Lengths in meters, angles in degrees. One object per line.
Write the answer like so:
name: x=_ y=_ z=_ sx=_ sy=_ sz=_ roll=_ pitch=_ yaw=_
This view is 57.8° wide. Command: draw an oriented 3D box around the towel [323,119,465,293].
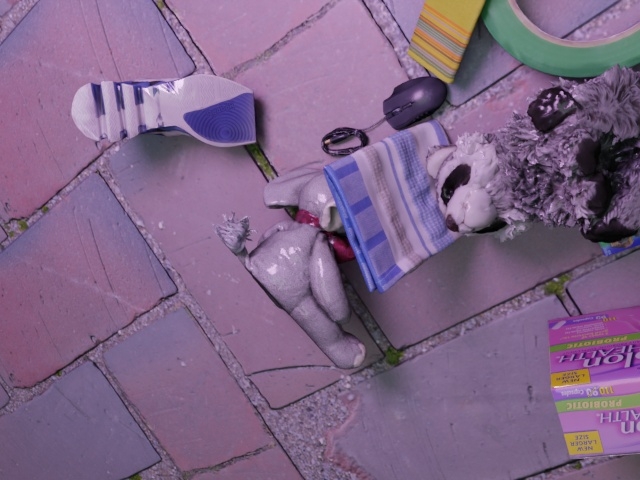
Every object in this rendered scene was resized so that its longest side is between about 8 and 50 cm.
towel: x=0.139 y=-0.063 z=0.904 sx=0.034 sy=0.285 sz=0.209 roll=-13 pitch=101 yaw=49

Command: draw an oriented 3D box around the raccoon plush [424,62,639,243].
raccoon plush: x=0.377 y=-0.120 z=0.847 sx=0.447 sy=0.299 sz=0.215 roll=-17 pitch=95 yaw=-21

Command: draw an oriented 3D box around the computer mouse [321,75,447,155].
computer mouse: x=0.102 y=-0.208 z=0.994 sx=0.242 sy=0.041 sz=0.071 roll=-26 pitch=97 yaw=25

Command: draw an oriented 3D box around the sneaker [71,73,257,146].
sneaker: x=-0.277 y=-0.253 z=1.075 sx=0.316 sy=0.182 sz=0.127 roll=0 pitch=110 yaw=-10

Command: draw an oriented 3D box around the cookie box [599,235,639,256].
cookie box: x=0.481 y=-0.037 z=0.907 sx=0.107 sy=0.040 sz=0.091 roll=-24 pitch=96 yaw=24

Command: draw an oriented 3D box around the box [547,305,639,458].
box: x=0.467 y=0.200 z=0.874 sx=0.214 sy=0.243 sz=0.117 roll=-14 pitch=101 yaw=24

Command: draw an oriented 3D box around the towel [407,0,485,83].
towel: x=0.204 y=-0.360 z=0.858 sx=0.102 sy=0.021 sz=0.237 roll=48 pitch=140 yaw=29

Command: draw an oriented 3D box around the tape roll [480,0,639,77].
tape roll: x=0.381 y=-0.396 z=0.816 sx=0.322 sy=0.077 sz=0.320 roll=6 pitch=108 yaw=19

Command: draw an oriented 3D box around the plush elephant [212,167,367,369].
plush elephant: x=0.000 y=0.000 z=1.002 sx=0.255 sy=0.272 sz=0.330 roll=-43 pitch=127 yaw=-9
